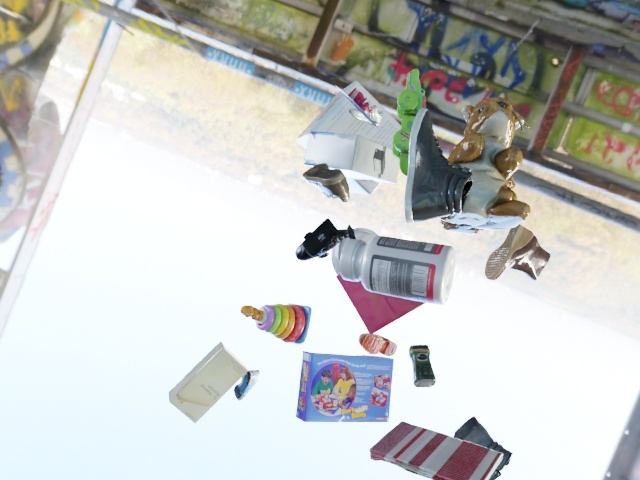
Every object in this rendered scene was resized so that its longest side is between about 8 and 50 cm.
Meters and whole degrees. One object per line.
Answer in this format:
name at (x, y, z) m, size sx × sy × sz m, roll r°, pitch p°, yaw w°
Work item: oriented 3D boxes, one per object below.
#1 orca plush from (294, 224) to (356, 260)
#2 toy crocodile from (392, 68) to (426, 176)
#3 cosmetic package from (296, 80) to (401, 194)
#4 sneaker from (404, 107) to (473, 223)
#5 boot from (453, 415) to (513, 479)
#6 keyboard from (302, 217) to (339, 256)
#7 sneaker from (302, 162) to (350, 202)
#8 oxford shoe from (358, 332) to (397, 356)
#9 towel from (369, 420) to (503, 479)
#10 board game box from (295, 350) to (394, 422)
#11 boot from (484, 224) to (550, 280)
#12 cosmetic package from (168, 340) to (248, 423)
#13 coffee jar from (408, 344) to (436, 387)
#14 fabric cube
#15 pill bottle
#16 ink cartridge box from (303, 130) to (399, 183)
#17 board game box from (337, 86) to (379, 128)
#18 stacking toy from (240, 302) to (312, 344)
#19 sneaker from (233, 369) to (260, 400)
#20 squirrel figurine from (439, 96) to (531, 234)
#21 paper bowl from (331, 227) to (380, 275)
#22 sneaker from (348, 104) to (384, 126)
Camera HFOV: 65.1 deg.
orca plush at (0.017, 0.036, 2.186) m, size 0.288 × 0.151 × 0.102 m, roll -11°, pitch -147°, yaw 9°
toy crocodile at (0.282, -0.358, 1.550) m, size 0.105 × 0.340 × 0.115 m, roll 6°, pitch 172°, yaw 8°
cosmetic package at (0.157, -0.462, 2.337) m, size 0.394 × 0.329 × 0.327 m, roll 43°, pitch 176°, yaw -14°
sneaker at (0.280, -0.177, 1.169) m, size 0.147 × 0.295 × 0.104 m, roll 1°, pitch 159°, yaw 18°
boot at (0.567, 0.880, 1.966) m, size 0.222 × 0.338 × 0.118 m, roll 47°, pitch -163°, yaw 26°
keyboard at (0.000, 0.000, 1.952) m, size 0.100 × 0.192 × 0.038 m, roll 53°, pitch 140°, yaw -9°
sneaker at (0.011, -0.129, 1.154) m, size 0.071 × 0.066 × 0.188 m, roll 64°, pitch 171°, yaw -21°
oxford shoe at (0.253, 0.486, 2.391) m, size 0.271 × 0.096 × 0.098 m, roll 30°, pitch -179°, yaw -43°
towel at (0.339, 0.632, 1.479) m, size 0.329 × 0.037 × 0.237 m, roll 6°, pitch -172°, yaw 34°
board game box at (0.095, 0.530, 1.815) m, size 0.347 × 0.233 × 0.078 m, roll 11°, pitch 170°, yaw -26°
boot at (0.712, 0.085, 1.793) m, size 0.207 × 0.248 × 0.090 m, roll 41°, pitch 166°, yaw -20°
cosmetic package at (-0.479, 0.600, 2.141) m, size 0.160 × 0.309 × 0.113 m, roll 47°, pitch 171°, yaw -17°
coffee jar at (0.438, 0.538, 2.173) m, size 0.096 × 0.184 × 0.079 m, roll 0°, pitch 137°, yaw -1°
fabric cube at (0.252, 0.183, 1.953) m, size 0.258 × 0.259 × 0.254 m, roll 60°, pitch -168°, yaw 10°
pill bottle at (0.227, 0.080, 1.498) m, size 0.319 × 0.176 × 0.176 m, roll 9°, pitch 176°, yaw 24°
ink cartridge box at (0.125, -0.304, 1.864) m, size 0.223 × 0.128 × 0.308 m, roll 13°, pitch -177°, yaw 38°
board game box at (0.106, -0.353, 1.287) m, size 0.133 × 0.033 × 0.168 m, roll 39°, pitch -167°, yaw -26°
stacking toy at (-0.195, 0.310, 2.002) m, size 0.302 × 0.165 × 0.175 m, roll 23°, pitch 166°, yaw -40°
sneaker at (-0.324, 0.649, 2.258) m, size 0.083 × 0.190 × 0.071 m, roll -4°, pitch -134°, yaw -47°
squirrel figurine at (0.471, -0.221, 1.502) m, size 0.281 × 0.370 × 0.397 m, roll 10°, pitch 166°, yaw 12°
paper bowl at (0.205, 0.076, 2.427) m, size 0.284 × 0.284 × 0.148 m, roll 22°, pitch 159°, yaw -18°
sneaker at (0.188, -0.520, 2.031) m, size 0.161 × 0.075 × 0.057 m, roll 13°, pitch -152°, yaw -34°
